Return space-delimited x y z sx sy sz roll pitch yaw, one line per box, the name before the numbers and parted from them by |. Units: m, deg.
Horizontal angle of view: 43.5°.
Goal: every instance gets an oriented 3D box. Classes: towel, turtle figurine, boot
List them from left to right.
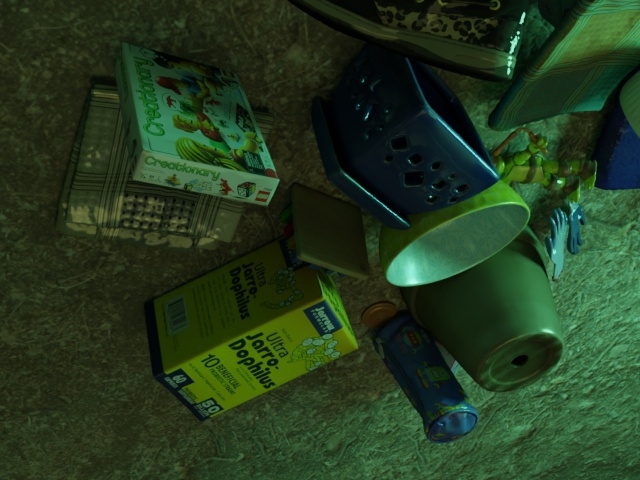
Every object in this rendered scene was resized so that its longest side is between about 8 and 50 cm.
towel | -0.270 -0.107 1.374 0.312 0.056 0.324 7 130 -25
boot | 0.142 -0.414 1.149 0.378 0.138 0.284 22 101 10
turtle figurine | 0.407 -0.129 1.566 0.218 0.087 0.269 10 142 -8
towel | 0.459 -0.312 1.316 0.272 0.040 0.370 -14 158 -24
towel | 0.660 -0.237 1.569 0.228 0.076 0.308 -2 133 -8

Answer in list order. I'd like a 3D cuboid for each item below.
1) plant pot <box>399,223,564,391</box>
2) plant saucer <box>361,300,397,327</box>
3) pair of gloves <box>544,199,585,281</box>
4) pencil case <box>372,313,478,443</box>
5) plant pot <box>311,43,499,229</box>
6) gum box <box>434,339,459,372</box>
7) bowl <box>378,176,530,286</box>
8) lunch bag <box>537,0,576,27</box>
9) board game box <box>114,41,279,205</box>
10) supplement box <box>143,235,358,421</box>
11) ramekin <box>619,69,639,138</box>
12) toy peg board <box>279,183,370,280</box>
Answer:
plant pot | 0.365 0.151 1.684 0.323 0.280 0.323 -11 135 -11
plant saucer | 0.133 0.170 1.808 0.084 0.013 0.083 -9 135 -10
pair of gloves | 0.513 -0.017 1.681 0.198 0.023 0.159 -41 131 -42
pencil case | 0.221 0.297 1.758 0.133 0.306 0.119 0 131 -30
plant pot | 0.124 -0.170 1.333 0.212 0.236 0.236 -35 133 22
gum box | 0.297 0.286 1.903 0.107 0.062 0.188 -39 153 -44
bowl | 0.226 -0.050 1.503 0.290 0.156 0.289 -19 155 -9
lunch bag | 0.471 -0.449 1.269 0.279 0.107 0.224 -21 137 1
board game box | -0.187 -0.174 1.160 0.193 0.305 0.053 10 125 -27
supplement box | -0.139 0.170 1.584 0.357 0.195 0.194 -26 135 6
ramekin | 0.613 -0.220 1.387 0.207 0.207 0.109 23 134 -35
toy peg board | 0.000 0.000 1.507 0.161 0.160 0.079 19 139 -32
